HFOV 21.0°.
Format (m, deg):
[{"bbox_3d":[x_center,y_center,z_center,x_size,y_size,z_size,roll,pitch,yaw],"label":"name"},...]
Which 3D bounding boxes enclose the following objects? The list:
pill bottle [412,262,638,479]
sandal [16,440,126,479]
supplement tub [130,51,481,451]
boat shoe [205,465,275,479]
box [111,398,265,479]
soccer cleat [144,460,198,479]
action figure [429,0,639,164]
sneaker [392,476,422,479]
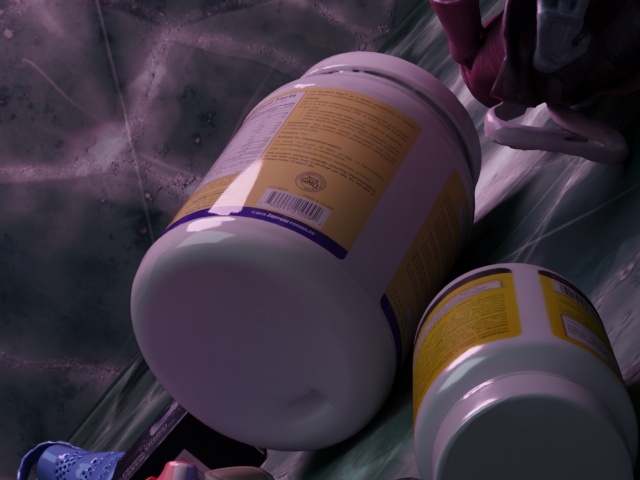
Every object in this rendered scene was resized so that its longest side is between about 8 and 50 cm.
[{"bbox_3d":[0.110,0.094,0.948,0.119,0.119,0.208,-48,8,13],"label":"pill bottle"},{"bbox_3d":[-0.296,0.307,2.132,0.126,0.138,0.317,-51,10,-26],"label":"sandal"},{"bbox_3d":[0.000,0.000,1.553,0.241,0.241,0.331,-42,10,42],"label":"supplement tub"},{"bbox_3d":[-0.056,0.241,1.468,0.206,0.075,0.065,-161,69,-76],"label":"boat shoe"},{"bbox_3d":[-0.138,0.226,1.790,0.156,0.093,0.158,-49,7,8],"label":"box"},{"bbox_3d":[-0.146,0.261,1.590,0.248,0.083,0.095,130,154,-73],"label":"soccer cleat"},{"bbox_3d":[0.216,-0.166,1.535,0.370,0.248,0.276,161,122,-73],"label":"action figure"},{"bbox_3d":[0.040,0.189,1.186,0.119,0.047,0.057,-42,0,39],"label":"sneaker"}]
